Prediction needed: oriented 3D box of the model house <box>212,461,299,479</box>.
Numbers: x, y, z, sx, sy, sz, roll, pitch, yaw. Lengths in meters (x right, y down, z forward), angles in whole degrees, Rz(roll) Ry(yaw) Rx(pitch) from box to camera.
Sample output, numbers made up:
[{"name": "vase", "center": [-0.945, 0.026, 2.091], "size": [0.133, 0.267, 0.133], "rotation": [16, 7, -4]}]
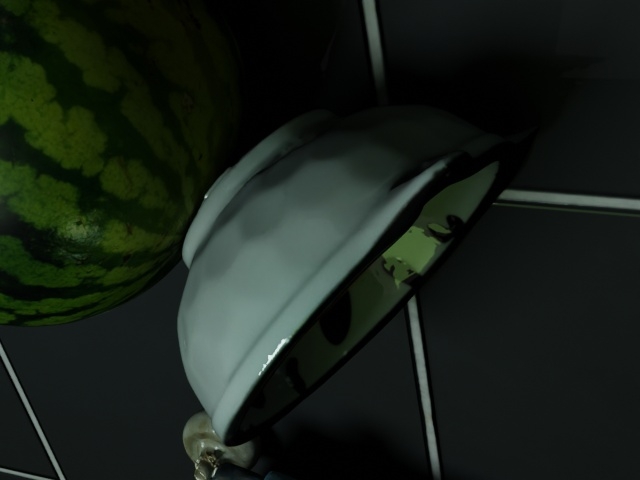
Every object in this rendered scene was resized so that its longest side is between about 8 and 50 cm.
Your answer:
[{"name": "model house", "center": [0.038, 0.383, 0.946], "size": [0.360, 0.297, 0.339], "rotation": [19, 130, 13]}]

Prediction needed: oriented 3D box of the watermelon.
[{"name": "watermelon", "center": [-0.189, -0.085, 0.669], "size": [0.285, 0.285, 0.285], "rotation": [14, 132, 16]}]

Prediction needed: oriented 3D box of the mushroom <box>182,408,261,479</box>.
[{"name": "mushroom", "center": [-0.105, 0.215, 1.015], "size": [0.085, 0.079, 0.085], "rotation": [12, 133, 14]}]

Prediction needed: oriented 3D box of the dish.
[{"name": "dish", "center": [0.000, 0.000, 0.676], "size": [0.120, 0.303, 0.303], "rotation": [43, 136, 12]}]
